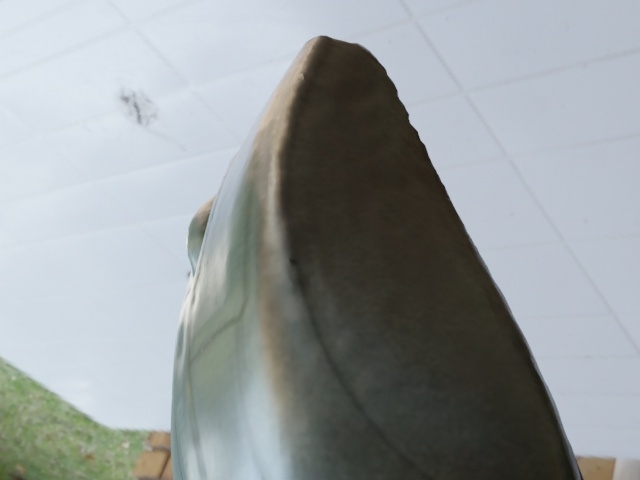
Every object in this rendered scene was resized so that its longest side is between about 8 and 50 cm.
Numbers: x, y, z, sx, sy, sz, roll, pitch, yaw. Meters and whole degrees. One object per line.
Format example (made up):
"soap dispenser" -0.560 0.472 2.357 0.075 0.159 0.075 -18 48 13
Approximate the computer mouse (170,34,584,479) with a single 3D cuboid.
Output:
"computer mouse" -0.005 0.058 0.407 0.121 0.371 0.188 6 134 -23
